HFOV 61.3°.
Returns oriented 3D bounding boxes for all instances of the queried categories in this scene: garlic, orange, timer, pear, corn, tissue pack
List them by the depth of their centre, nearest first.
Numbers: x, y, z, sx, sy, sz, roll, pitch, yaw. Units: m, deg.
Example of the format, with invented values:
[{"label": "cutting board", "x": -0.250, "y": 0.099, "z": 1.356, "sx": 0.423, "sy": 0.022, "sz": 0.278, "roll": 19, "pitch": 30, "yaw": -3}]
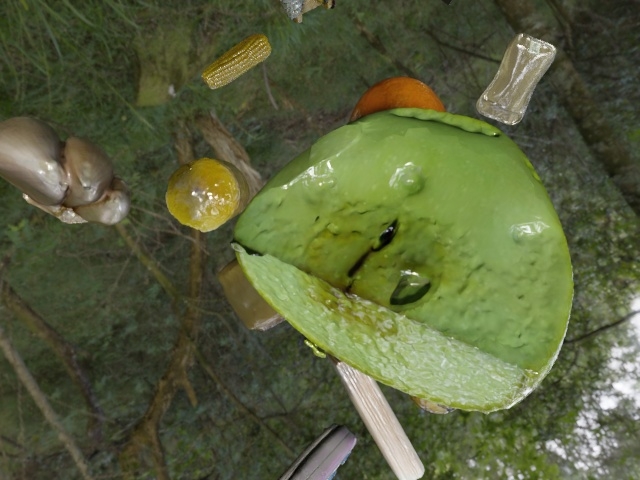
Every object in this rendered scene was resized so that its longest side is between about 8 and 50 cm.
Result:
[{"label": "pear", "x": 0.120, "y": -0.002, "z": 0.638, "sx": 0.318, "sy": 0.342, "sz": 0.238, "roll": -58, "pitch": 160, "yaw": -25}, {"label": "orange", "x": 0.135, "y": -0.165, "z": 0.926, "sx": 0.170, "sy": 0.224, "sz": 0.224, "roll": 6, "pitch": 155, "yaw": -17}, {"label": "timer", "x": -0.029, "y": 0.412, "z": 0.929, "sx": 0.208, "sy": 0.069, "sz": 0.191, "roll": -34, "pitch": 158, "yaw": -47}, {"label": "garlic", "x": -0.498, "y": -0.127, "z": 1.033, "sx": 0.279, "sy": 0.132, "sz": 0.325, "roll": 26, "pitch": 158, "yaw": -23}, {"label": "tissue pack", "x": 0.118, "y": 0.380, "z": 1.236, "sx": 0.071, "sy": 0.325, "sz": 0.170, "roll": -30, "pitch": -171, "yaw": -4}, {"label": "corn", "x": -0.240, "y": -0.511, "z": 1.543, "sx": 0.231, "sy": 0.080, "sz": 0.080, "roll": -40, "pitch": 171, "yaw": -17}]

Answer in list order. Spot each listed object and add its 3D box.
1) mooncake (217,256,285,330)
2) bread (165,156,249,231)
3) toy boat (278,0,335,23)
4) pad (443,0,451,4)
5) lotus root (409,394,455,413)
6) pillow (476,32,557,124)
[{"label": "mooncake", "x": -0.111, "y": 0.072, "z": 1.590, "sx": 0.394, "sy": 0.246, "sz": 0.393, "roll": -39, "pitch": -169, "yaw": -14}, {"label": "bread", "x": -0.295, "y": -0.126, "z": 1.436, "sx": 0.197, "sy": 0.197, "sz": 0.170, "roll": -33, "pitch": 179, "yaw": 17}, {"label": "toy boat", "x": -0.032, "y": -0.653, "z": 1.093, "sx": 0.136, "sy": 0.162, "sz": 0.445, "roll": -31, "pitch": 149, "yaw": -19}, {"label": "pad", "x": 0.326, "y": -0.701, "z": 1.422, "sx": 0.003, "sy": 0.157, "sz": 0.112, "roll": 1, "pitch": 131, "yaw": -25}, {"label": "lotus root", "x": 0.191, "y": 0.227, "z": 0.968, "sx": 0.108, "sy": 0.191, "sz": 0.095, "roll": 4, "pitch": 114, "yaw": -19}, {"label": "pillow", "x": 0.494, "y": -0.405, "z": 1.368, "sx": 0.033, "sy": 0.130, "sz": 0.218, "roll": -78, "pitch": -172, "yaw": -59}]
